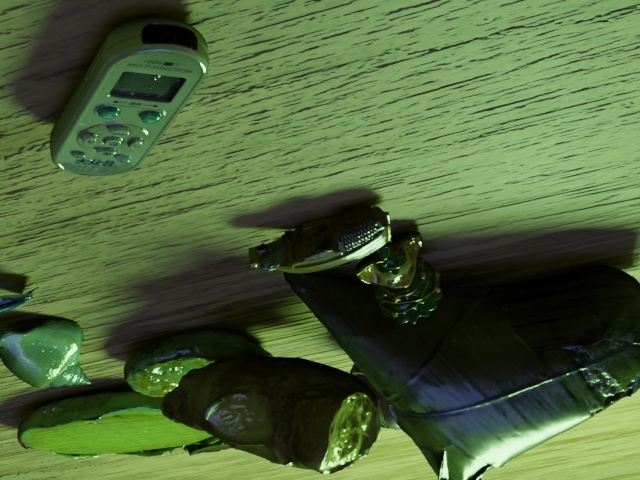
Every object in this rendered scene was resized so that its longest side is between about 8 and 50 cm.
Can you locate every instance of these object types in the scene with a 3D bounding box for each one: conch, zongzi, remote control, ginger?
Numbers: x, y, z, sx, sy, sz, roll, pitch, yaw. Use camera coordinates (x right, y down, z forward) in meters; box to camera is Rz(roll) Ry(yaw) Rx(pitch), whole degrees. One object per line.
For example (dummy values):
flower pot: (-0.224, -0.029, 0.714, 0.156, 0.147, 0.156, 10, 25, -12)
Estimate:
conch: (-0.311, 0.132, 1.629, 0.088, 0.065, 0.180, -15, 151, 25)
zongzi: (0.177, 0.080, 1.586, 0.323, 0.160, 0.360, -34, 118, 13)
remote control: (-0.149, -0.107, 1.094, 0.078, 0.042, 0.221, 5, 155, -24)
ginger: (-0.057, 0.188, 1.658, 0.270, 0.123, 0.219, 16, -171, 27)

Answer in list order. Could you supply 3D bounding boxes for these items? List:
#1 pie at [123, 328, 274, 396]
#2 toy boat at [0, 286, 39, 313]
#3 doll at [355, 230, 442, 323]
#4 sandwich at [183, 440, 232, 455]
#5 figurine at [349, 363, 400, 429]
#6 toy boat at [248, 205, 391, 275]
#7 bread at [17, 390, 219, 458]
pie: (-0.148, 0.151, 1.753, 0.186, 0.041, 0.187, -7, 157, -3)
toy boat: (-0.441, 0.065, 1.431, 0.291, 0.070, 0.210, -12, 163, 5)
doll: (0.074, 0.023, 1.489, 0.078, 0.077, 0.113, -32, 125, 0)
sandwich: (-0.152, 0.301, 2.150, 0.135, 0.029, 0.067, -15, 156, 22)
figurine: (0.095, 0.182, 1.785, 0.125, 0.125, 0.138, -4, 159, -5)
toy boat: (0.000, 0.000, 1.402, 0.149, 0.047, 0.049, -16, 143, 18)
bread: (-0.266, 0.257, 1.989, 0.301, 0.045, 0.301, -3, 160, -1)
